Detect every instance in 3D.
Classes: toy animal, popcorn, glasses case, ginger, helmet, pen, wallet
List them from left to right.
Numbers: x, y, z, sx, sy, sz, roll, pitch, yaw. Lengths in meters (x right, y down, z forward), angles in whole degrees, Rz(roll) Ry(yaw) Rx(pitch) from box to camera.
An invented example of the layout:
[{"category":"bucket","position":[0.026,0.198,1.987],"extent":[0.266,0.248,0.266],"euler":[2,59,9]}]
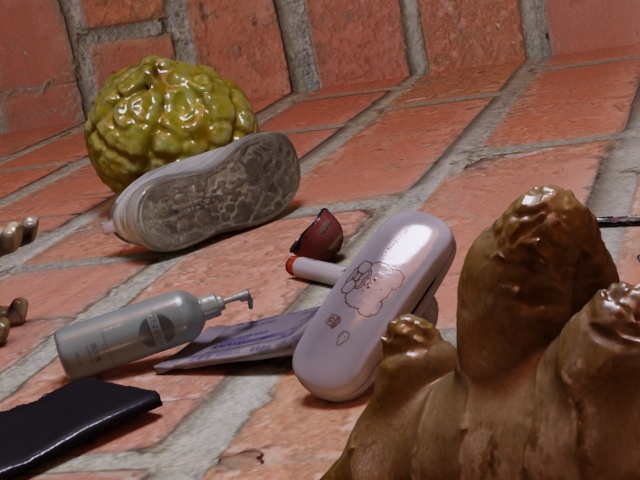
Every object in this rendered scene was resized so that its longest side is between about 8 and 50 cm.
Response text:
[{"category":"toy animal","position":[-0.405,0.010,1.581],"extent":[0.168,0.233,0.121],"euler":[-1,19,5]},{"category":"wallet","position":[-0.262,0.171,1.194],"extent":[0.244,0.025,0.124],"euler":[-20,16,-42]},{"category":"popcorn","position":[-0.237,-0.165,2.220],"extent":[0.270,0.224,0.258],"euler":[-21,-20,32]},{"category":"helmet","position":[0.001,0.001,1.681],"extent":[0.065,0.049,0.084],"euler":[-52,1,-19]},{"category":"pen","position":[0.027,0.040,1.543],"extent":[0.026,0.026,0.218],"euler":[-18,15,-30]},{"category":"glasses case","position":[0.048,0.055,1.220],"extent":[0.074,0.049,0.193],"euler":[22,67,34]},{"category":"ginger","position":[0.094,0.103,0.746],"extent":[0.375,0.236,0.166],"euler":[-3,30,44]}]

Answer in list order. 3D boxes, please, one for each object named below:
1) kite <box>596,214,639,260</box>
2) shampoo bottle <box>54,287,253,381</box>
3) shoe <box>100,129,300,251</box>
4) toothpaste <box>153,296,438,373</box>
[{"category":"kite","position":[0.430,-0.026,1.557],"extent":[0.314,0.011,0.335],"euler":[-2,14,35]},{"category":"shampoo bottle","position":[-0.161,0.082,1.381],"extent":[0.195,0.056,0.056],"euler":[-20,13,-4]},{"category":"shoe","position":[-0.176,-0.063,1.956],"extent":[0.159,0.124,0.316],"euler":[-7,11,44]},{"category":"toothpaste","position":[-0.019,0.085,1.329],"extent":[0.282,0.069,0.099],"euler":[-10,-16,31]}]
